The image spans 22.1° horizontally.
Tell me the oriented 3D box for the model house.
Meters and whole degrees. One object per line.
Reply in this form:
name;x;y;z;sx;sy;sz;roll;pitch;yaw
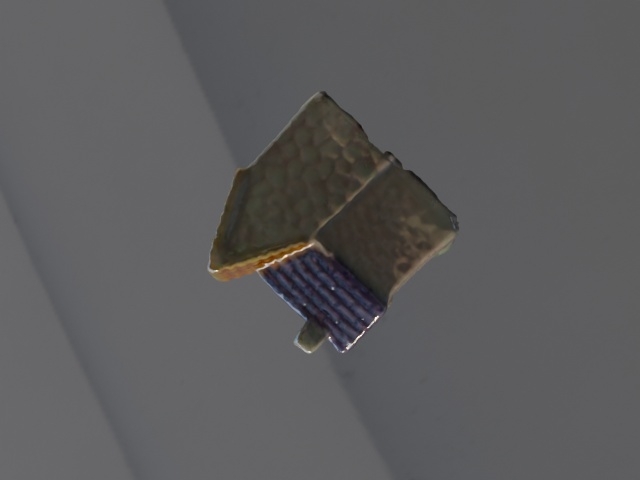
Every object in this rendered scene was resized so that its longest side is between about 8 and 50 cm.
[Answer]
model house;0.000;0.000;0.805;0.100;0.088;0.100;42;-96;2
